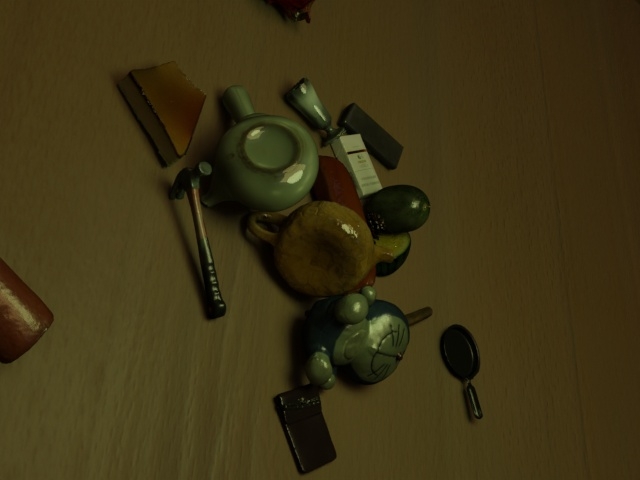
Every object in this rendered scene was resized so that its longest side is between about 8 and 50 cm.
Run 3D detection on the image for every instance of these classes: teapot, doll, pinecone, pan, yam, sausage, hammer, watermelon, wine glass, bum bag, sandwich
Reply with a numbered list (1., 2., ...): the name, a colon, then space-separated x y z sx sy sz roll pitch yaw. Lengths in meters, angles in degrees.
1. teapot: -0.110 -0.192 1.771 0.220 0.149 0.318 10 58 -4
2. doll: 0.078 0.203 1.788 0.258 0.154 0.228 22 95 -37
3. teapot: 0.000 0.000 1.806 0.311 0.203 0.167 17 30 1
4. pinecone: 0.111 -0.024 2.004 0.077 0.083 0.077 53 21 -30
5. pan: 0.346 0.316 2.105 0.136 0.028 0.235 13 58 -41
6. yam: 0.213 0.181 2.038 0.145 0.032 0.032 -14 80 -50
7. sausage: 0.052 -0.039 1.941 0.097 0.094 0.348 11 61 -49
8. hammer: -0.220 0.004 1.644 0.033 0.111 0.288 -8 84 -45
9. watermelon: 0.160 0.034 2.061 0.181 0.092 0.075 -52 153 -50
10. sausage: -0.516 0.058 1.289 0.259 0.113 0.113 51 42 -16
11. wine glass: -0.012 -0.297 2.032 0.155 0.072 0.072 51 42 -15
12. bum bag: -0.024 0.361 1.698 0.109 0.026 0.159 -11 78 -49
13. sandwich: -0.286 -0.255 1.733 0.162 0.058 0.193 -30 89 -50

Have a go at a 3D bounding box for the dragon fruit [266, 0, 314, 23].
1. dragon fruit: -0.066 -0.649 2.080 0.210 0.205 0.268 -14 118 -23

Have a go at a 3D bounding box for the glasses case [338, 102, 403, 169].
1. glasses case: 0.126 -0.257 2.175 0.190 0.042 0.072 38 52 -26

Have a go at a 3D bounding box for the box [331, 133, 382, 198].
1. box: 0.088 -0.177 2.094 0.084 0.040 0.154 -16 80 -47

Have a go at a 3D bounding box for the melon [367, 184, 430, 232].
1. melon: 0.186 -0.075 2.045 0.114 0.167 0.114 5 84 -49
